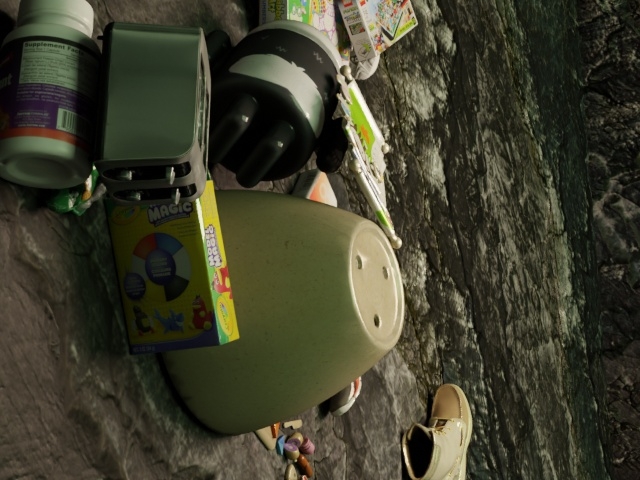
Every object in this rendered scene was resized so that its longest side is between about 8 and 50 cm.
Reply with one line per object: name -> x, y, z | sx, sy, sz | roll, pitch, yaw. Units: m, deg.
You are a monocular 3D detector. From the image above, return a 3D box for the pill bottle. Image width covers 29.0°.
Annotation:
pill bottle -> -0.288, -0.161, 1.306 | 0.108, 0.108, 0.193 | 36, 50, -57

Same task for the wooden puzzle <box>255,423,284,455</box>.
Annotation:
wooden puzzle -> -0.073, 0.248, 1.743 | 0.116, 0.014, 0.078 | 55, 36, -45

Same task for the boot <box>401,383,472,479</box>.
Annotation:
boot -> 0.209, 0.347, 2.242 | 0.165, 0.077, 0.213 | 37, 52, -54

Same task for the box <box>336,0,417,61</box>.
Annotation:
box -> 0.097, -0.384, 2.071 | 0.207, 0.036, 0.114 | -46, 119, -56

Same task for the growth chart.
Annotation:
growth chart -> 0.062, -0.121, 1.672 | 0.237, 0.021, 0.172 | -92, 157, -49

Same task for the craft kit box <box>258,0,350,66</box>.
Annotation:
craft kit box -> -0.021, -0.376, 1.949 | 0.250, 0.061, 0.246 | -21, 111, -65

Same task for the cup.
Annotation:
cup -> -0.031, 0.075, 1.612 | 0.331, 0.237, 0.331 | 37, 47, -54

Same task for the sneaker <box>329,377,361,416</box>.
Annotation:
sneaker -> 0.027, 0.203, 1.943 | 0.065, 0.061, 0.158 | 33, 46, -23

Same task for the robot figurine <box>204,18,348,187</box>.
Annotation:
robot figurine -> -0.069, -0.190, 1.711 | 0.278, 0.174, 0.209 | -65, 142, -50

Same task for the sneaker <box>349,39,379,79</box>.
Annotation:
sneaker -> 0.072, -0.396, 2.173 | 0.115, 0.090, 0.232 | -4, 87, -68

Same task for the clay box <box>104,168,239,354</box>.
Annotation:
clay box -> -0.178, 0.018, 1.458 | 0.053, 0.127, 0.222 | -16, 96, -64

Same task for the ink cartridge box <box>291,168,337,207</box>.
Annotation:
ink cartridge box -> 0.000, 0.000, 1.944 | 0.179, 0.045, 0.145 | 62, 31, -30

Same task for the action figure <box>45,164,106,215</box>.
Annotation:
action figure -> -0.253, -0.105, 1.424 | 0.137, 0.064, 0.232 | 68, 32, -34

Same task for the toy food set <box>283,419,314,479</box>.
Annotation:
toy food set -> -0.028, 0.325, 1.807 | 0.078, 0.019, 0.122 | 5, 77, -64

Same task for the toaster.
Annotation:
toaster -> -0.179, -0.138, 1.321 | 0.168, 0.110, 0.185 | 98, -6, -75
